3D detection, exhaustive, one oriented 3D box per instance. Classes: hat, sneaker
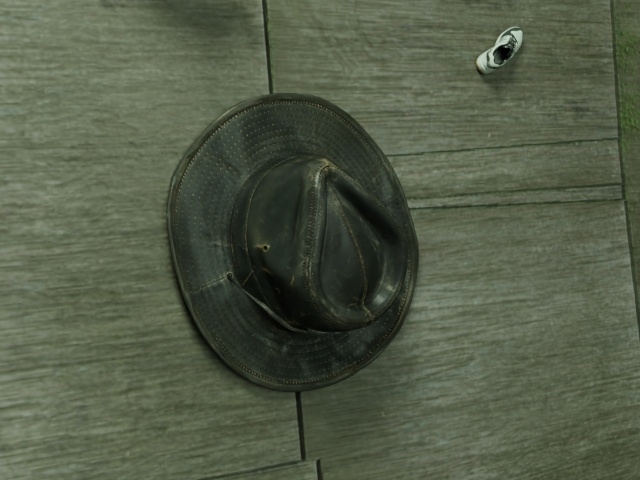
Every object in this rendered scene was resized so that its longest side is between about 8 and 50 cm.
[{"bbox_3d":[0.000,0.000,1.130,0.331,0.134,0.331,1,88,-27],"label":"hat"},{"bbox_3d":[0.230,-0.235,1.314,0.032,0.037,0.083,49,66,-15],"label":"sneaker"}]
